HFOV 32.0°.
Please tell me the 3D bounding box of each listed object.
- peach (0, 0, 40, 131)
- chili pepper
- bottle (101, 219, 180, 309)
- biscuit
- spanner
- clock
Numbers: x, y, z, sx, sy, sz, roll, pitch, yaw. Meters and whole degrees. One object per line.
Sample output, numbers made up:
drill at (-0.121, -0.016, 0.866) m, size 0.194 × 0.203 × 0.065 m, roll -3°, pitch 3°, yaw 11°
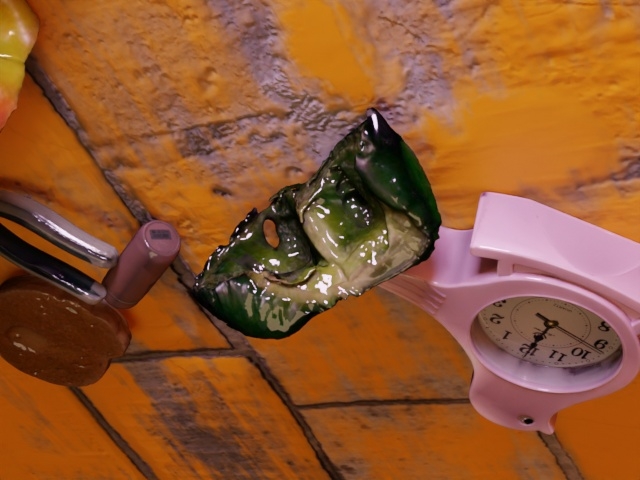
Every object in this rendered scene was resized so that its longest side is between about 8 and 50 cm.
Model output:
peach at (-0.483, -0.135, 1.069) m, size 0.306 × 0.242 × 0.380 m, roll 38°, pitch 138°, yaw -27°
chili pepper at (0.000, 0.001, 1.092) m, size 0.264 × 0.116 × 0.148 m, roll -35°, pitch 83°, yaw 21°
bottle at (-0.208, 0.030, 1.280) m, size 0.053 × 0.053 × 0.140 m, roll 32°, pitch 139°, yaw -13°
biscuit at (-0.341, 0.113, 1.435) m, size 0.181 × 0.049 × 0.208 m, roll 29°, pitch 139°, yaw -10°
spanner at (-0.381, -0.032, 1.275) m, size 0.325 × 0.040 × 0.095 m, roll 28°, pitch 126°, yaw 3°
clock at (0.184, 0.074, 1.143) m, size 0.290 × 0.080 × 0.275 m, roll 25°, pitch 140°, yaw -4°
